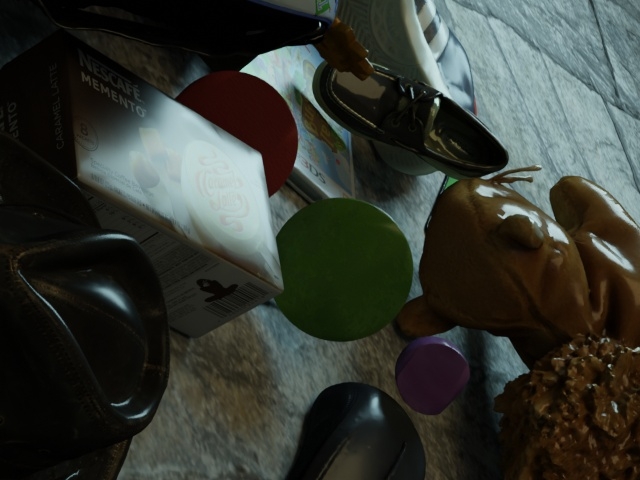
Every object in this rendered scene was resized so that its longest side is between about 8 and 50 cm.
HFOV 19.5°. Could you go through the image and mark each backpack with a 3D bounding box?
[{"bbox_3d":[-0.103,-0.246,1.437,0.263,0.213,0.276,20,5,-9],"label":"backpack"}]

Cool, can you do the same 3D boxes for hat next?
[{"bbox_3d":[-0.184,0.058,1.178,0.331,0.134,0.331,18,68,-52],"label":"hat"}]

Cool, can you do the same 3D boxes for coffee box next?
[{"bbox_3d":[-0.146,-0.039,1.446,0.246,0.098,0.141,32,39,-47],"label":"coffee box"}]

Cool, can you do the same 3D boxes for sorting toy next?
[{"bbox_3d":[0.000,0.000,1.674,0.365,0.127,0.126,49,4,-7],"label":"sorting toy"}]

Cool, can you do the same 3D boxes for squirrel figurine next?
[{"bbox_3d":[0.267,0.102,1.890,0.370,0.281,0.397,27,40,-39],"label":"squirrel figurine"}]

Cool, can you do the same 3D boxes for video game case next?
[{"bbox_3d":[-0.032,-0.140,1.849,0.193,0.023,0.212,41,32,-38],"label":"video game case"}]

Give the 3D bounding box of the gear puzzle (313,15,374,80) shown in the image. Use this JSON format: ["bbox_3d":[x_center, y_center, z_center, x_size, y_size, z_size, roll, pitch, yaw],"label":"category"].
[{"bbox_3d":[-0.072,-0.265,1.634,0.339,0.044,0.175,49,-10,-15],"label":"gear puzzle"}]

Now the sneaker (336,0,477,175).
[{"bbox_3d":[0.083,-0.240,2.052,0.148,0.131,0.350,-9,82,-62],"label":"sneaker"}]

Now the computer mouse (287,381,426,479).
[{"bbox_3d":[0.041,0.213,1.577,0.188,0.072,0.272,51,28,-20],"label":"computer mouse"}]

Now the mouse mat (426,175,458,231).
[{"bbox_3d":[0.176,0.006,2.112,0.153,0.007,0.190,55,27,-15],"label":"mouse mat"}]

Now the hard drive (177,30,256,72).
[{"bbox_3d":[-0.108,-0.316,1.805,0.237,0.064,0.339,48,27,-12],"label":"hard drive"}]

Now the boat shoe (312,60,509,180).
[{"bbox_3d":[0.098,-0.127,1.894,0.223,0.073,0.080,27,75,-25],"label":"boat shoe"}]
